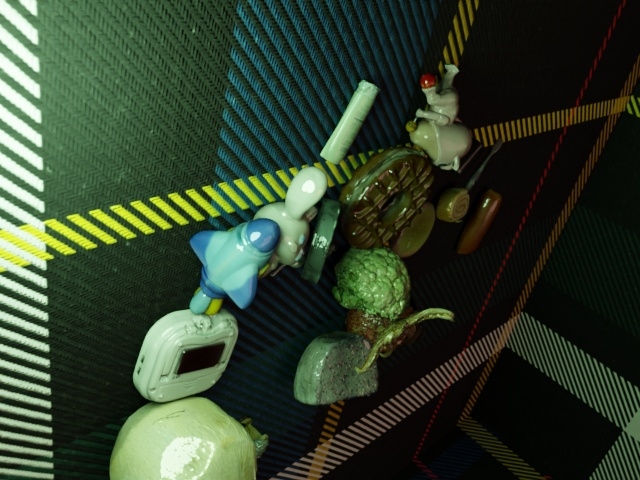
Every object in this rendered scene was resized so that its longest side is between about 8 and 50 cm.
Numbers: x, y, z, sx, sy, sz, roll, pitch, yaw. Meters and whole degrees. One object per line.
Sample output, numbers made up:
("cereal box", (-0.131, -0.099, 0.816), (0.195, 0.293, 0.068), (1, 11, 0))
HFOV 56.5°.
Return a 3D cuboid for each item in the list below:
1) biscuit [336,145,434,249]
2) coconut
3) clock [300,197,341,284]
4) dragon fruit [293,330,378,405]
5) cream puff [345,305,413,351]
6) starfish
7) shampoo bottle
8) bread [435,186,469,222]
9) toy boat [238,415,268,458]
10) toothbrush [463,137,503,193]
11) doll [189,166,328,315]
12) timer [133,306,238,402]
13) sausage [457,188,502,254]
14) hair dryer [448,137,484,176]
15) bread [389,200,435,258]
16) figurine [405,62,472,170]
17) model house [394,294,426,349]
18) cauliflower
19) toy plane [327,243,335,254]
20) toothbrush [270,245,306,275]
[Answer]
("biscuit", (0.181, -0.116, 1.688), (0.332, 0.103, 0.332), (-29, 144, -24))
("coconut", (-0.332, 0.585, 1.495), (0.346, 0.360, 0.346), (-30, 139, -31))
("clock", (0.000, 0.000, 1.532), (0.226, 0.048, 0.226), (-164, -90, -88))
("dragon fruit", (0.032, 0.409, 1.955), (0.282, 0.204, 0.221), (-3, 94, -39))
("cream puff", (0.206, 0.287, 2.045), (0.239, 0.164, 0.240), (-12, 122, -20))
("starfish", (0.253, 0.286, 1.834), (0.327, 0.094, 0.375), (-36, 164, 20))
("shampoo bottle", (0.074, -0.289, 1.464), (0.072, 0.049, 0.212), (13, 111, -51))
("bread", (0.467, -0.126, 2.076), (0.149, 0.073, 0.122), (-24, 127, -46))
("toy boat", (-0.353, 0.689, 1.782), (0.445, 0.136, 0.162), (-29, 135, -32))
("toothbrush", (0.558, -0.220, 2.166), (0.354, 0.024, 0.029), (-56, 156, 3))
("doll", (-0.141, 0.030, 1.368), (0.365, 0.187, 0.376), (-35, 144, -25))
("timer", (-0.324, 0.281, 1.468), (0.262, 0.087, 0.237), (-2, 122, -51))
("sausage", (0.621, -0.064, 2.338), (0.089, 0.083, 0.300), (-26, 141, -54))
("hair dryer", (0.431, -0.313, 1.895), (0.128, 0.070, 0.255), (-51, 140, -3))
("bread", (0.320, -0.030, 2.036), (0.228, 0.033, 0.229), (-33, 143, -29))
("figurine", (0.329, -0.340, 1.679), (0.186, 0.176, 0.288), (-6, 119, 3))
("model house", (0.325, 0.298, 2.263), (0.248, 0.176, 0.181), (-29, 143, -59))
("cauliflower", (0.145, 0.143, 1.834), (0.250, 0.275, 0.272), (-28, -175, 28))
("toy plane", (0.014, 0.034, 1.710), (0.083, 0.033, 0.080), (-30, 152, -33))
("toothbrush", (-0.086, 0.055, 1.625), (0.131, 0.011, 0.013), (-41, 158, -19))
